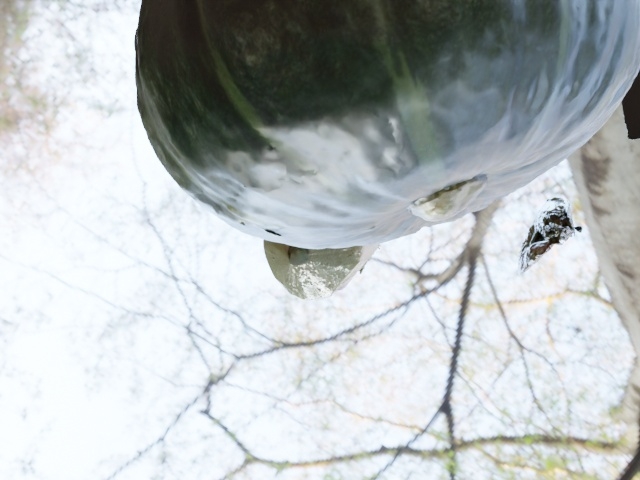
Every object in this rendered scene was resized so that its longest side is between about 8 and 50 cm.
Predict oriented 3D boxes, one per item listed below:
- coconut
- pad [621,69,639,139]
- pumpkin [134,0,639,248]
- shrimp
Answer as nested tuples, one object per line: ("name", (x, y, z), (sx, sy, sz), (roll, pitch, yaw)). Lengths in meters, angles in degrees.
("coconut", (0.000, 0.000, 1.159), (0.116, 0.116, 0.122), (-22, -173, 27))
("pad", (0.307, -0.240, 0.861), (0.202, 0.005, 0.300), (-8, -85, 45))
("pumpkin", (0.027, -0.080, 0.446), (0.211, 0.211, 0.152), (-28, -96, 22))
("shrimp", (0.256, -0.005, 1.232), (0.042, 0.190, 0.101), (28, -92, 3))
